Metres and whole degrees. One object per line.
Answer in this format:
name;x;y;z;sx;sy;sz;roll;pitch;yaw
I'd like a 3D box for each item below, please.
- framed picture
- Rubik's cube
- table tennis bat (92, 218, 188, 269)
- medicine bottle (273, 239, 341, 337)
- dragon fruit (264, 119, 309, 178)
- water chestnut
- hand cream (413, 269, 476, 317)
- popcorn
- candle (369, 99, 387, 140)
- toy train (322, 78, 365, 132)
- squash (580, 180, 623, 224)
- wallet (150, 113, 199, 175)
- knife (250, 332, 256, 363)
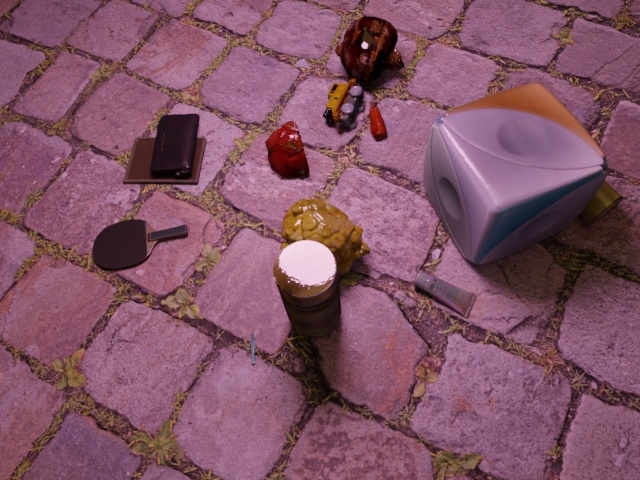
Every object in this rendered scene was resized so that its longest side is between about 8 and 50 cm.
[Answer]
framed picture;-0.524;-0.273;1.783;0.260;0.023;0.189;1;62;4
Rubik's cube;0.515;-0.179;1.472;0.352;0.351;0.347;-20;63;-9
table tennis bat;-0.563;-0.003;1.644;0.301;0.022;0.173;-13;61;-2
medicine bottle;-0.025;0.138;1.359;0.151;0.322;0.151;-2;62;4
dragon fruit;-0.108;-0.287;1.691;0.120;0.161;0.127;-16;51;-6
water chestnut;0.178;-0.651;1.818;0.238;0.224;0.224;29;68;5
hand cream;0.348;0.145;1.490;0.174;0.047;0.076;28;67;8
popcorn;0.000;0.000;1.501;0.259;0.259;0.212;41;87;22
candle;0.186;-0.414;1.790;0.053;0.048;0.162;-16;61;15
toy train;0.076;-0.463;1.806;0.127;0.089;0.219;14;64;23
squash;0.791;-0.150;1.568;0.123;0.123;0.187;-27;64;-10
wallet;-0.490;-0.322;1.773;0.149;0.044;0.250;-1;64;7
knife;-0.186;0.299;1.466;0.014;0.005;0.091;-8;61;1
